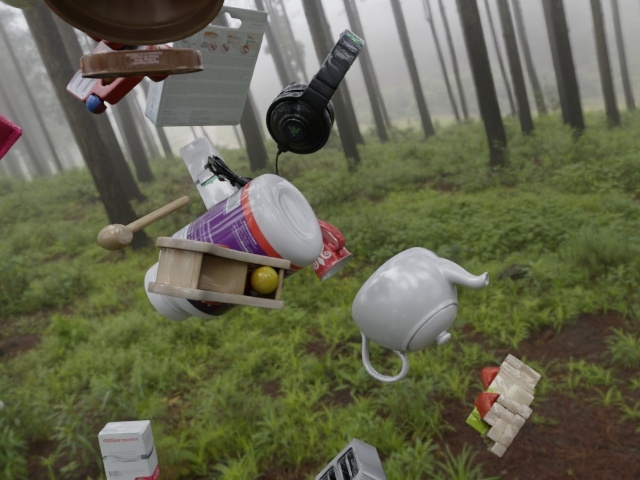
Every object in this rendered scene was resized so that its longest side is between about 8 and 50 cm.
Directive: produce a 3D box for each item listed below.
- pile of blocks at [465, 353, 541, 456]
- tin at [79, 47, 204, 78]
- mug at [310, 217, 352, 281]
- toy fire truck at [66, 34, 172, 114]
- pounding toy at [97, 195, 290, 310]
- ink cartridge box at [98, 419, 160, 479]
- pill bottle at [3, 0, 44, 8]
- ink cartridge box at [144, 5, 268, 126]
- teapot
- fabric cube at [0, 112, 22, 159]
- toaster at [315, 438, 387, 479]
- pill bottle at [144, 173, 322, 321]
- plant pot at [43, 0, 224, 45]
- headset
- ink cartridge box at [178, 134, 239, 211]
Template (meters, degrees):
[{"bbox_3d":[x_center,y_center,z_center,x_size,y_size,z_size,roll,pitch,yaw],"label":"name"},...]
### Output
[{"bbox_3d":[0.367,0.336,1.293,0.113,0.148,0.362,35,16,18],"label":"pile of blocks"},{"bbox_3d":[-0.283,-0.281,0.979,0.190,0.040,0.106,-8,16,-18],"label":"tin"},{"bbox_3d":[0.003,0.000,1.674,0.150,0.169,0.113,-46,-15,25],"label":"mug"},{"bbox_3d":[-0.528,-0.443,1.579,0.302,0.169,0.253,35,90,45],"label":"toy fire truck"},{"bbox_3d":[-0.163,0.011,0.876,0.270,0.154,0.154,12,-7,-34],"label":"pounding toy"},{"bbox_3d":[-0.450,0.507,1.453,0.109,0.150,0.063,-5,13,5],"label":"ink cartridge box"},{"bbox_3d":[-0.575,-0.507,1.112,0.131,0.131,0.229,-19,12,-6],"label":"pill bottle"},{"bbox_3d":[-0.347,-0.532,1.863,0.308,0.384,0.091,-10,41,-42],"label":"ink cartridge box"},{"bbox_3d":[0.202,0.156,1.325,0.253,0.256,0.187,-30,62,-22],"label":"teapot"},{"bbox_3d":[-0.496,-0.117,0.548,0.259,0.258,0.254,32,83,34],"label":"fabric cube"},{"bbox_3d":[0.085,0.647,1.624,0.168,0.110,0.185,-49,24,13],"label":"toaster"},{"bbox_3d":[-0.167,0.028,1.135,0.323,0.181,0.181,-31,10,24],"label":"pill bottle"},{"bbox_3d":[-0.245,-0.372,0.805,0.238,0.109,0.237,-5,-19,-2],"label":"plant pot"},{"bbox_3d":[-0.063,-0.264,1.255,0.394,0.185,0.243,-56,9,13],"label":"headset"},{"bbox_3d":[-0.298,-0.164,1.754,0.093,0.219,0.160,-30,-21,1],"label":"ink cartridge box"}]
